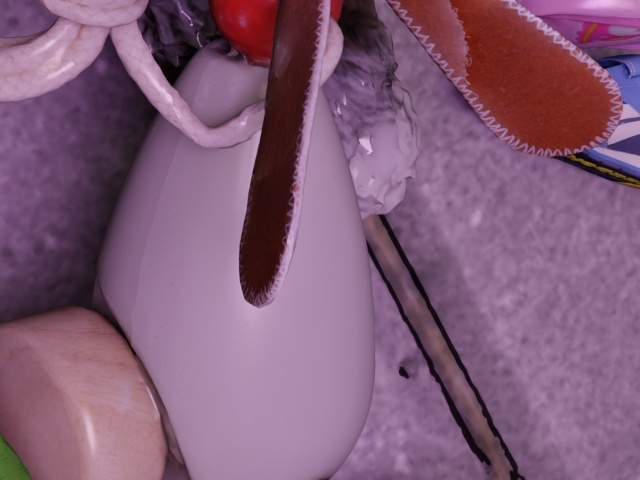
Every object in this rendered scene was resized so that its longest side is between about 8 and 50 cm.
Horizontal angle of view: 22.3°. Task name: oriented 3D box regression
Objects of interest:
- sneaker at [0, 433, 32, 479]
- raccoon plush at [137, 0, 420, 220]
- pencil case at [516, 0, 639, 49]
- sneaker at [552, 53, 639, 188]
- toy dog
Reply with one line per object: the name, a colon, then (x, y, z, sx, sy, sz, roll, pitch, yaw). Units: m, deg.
sneaker: (-0.230, 0.087, 0.442, 0.202, 0.185, 0.483, -30, 111, 24)
raccoon plush: (0.003, -0.231, 0.569, 0.299, 0.216, 0.446, -25, 137, 22)
pencil case: (0.123, -0.228, 0.716, 0.124, 0.124, 0.284, 1, 93, -23)
sneaker: (0.131, -0.065, 0.770, 0.144, 0.053, 0.059, 17, 88, -32)
toy dog: (0.000, 0.000, 0.536, 0.220, 0.161, 0.333, -34, 150, -28)
